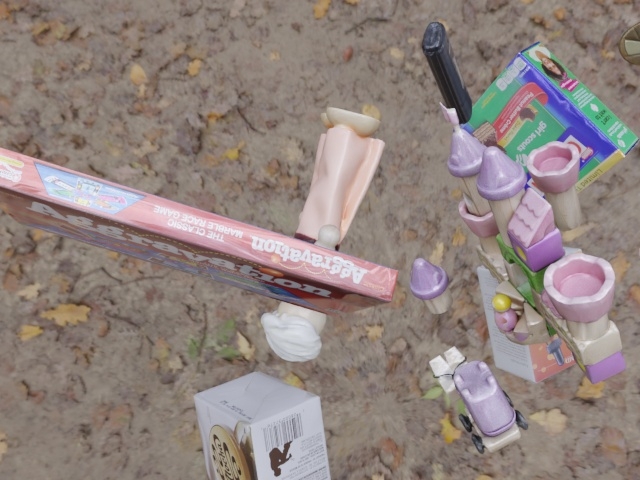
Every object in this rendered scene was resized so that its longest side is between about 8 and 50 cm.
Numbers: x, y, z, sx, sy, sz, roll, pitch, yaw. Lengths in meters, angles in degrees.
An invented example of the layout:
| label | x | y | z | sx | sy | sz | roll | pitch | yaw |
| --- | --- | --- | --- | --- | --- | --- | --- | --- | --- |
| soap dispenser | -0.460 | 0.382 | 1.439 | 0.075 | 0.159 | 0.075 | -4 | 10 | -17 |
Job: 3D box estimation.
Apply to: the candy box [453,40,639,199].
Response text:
| label | x | y | z | sx | sy | sz | roll | pitch | yaw |
| --- | --- | --- | --- | --- | --- | --- | --- | --- | --- |
| candy box | 0.510 | -0.245 | 1.419 | 0.317 | 0.268 | 0.122 | 47 | 52 | 8 |

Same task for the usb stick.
| label | x | y | z | sx | sy | sz | roll | pitch | yaw |
| --- | --- | --- | --- | --- | --- | --- | --- | --- | --- |
| usb stick | 0.257 | -0.324 | 1.219 | 0.045 | 0.278 | 0.077 | 4 | 73 | 27 |

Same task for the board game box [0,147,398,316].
| label | x | y | z | sx | sy | sz | roll | pitch | yaw |
| --- | --- | --- | --- | --- | --- | --- | --- | --- | --- |
| board game box | -0.097 | 0.004 | 0.462 | 0.281 | 0.145 | 0.027 | 17 | 74 | -10 |

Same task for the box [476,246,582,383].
| label | x | y | z | sx | sy | sz | roll | pitch | yaw |
| --- | --- | --- | --- | --- | --- | --- | --- | --- | --- |
| box | 0.330 | 0.106 | 0.934 | 0.130 | 0.091 | 0.171 | -19 | 103 | -21 |

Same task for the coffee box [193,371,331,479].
| label | x | y | z | sx | sy | sz | roll | pitch | yaw |
| --- | --- | --- | --- | --- | --- | --- | --- | --- | --- |
| coffee box | -0.073 | 0.361 | 0.878 | 0.118 | 0.168 | 0.298 | -13 | 101 | -35 |

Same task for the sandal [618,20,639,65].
| label | x | y | z | sx | sy | sz | roll | pitch | yaw |
| --- | --- | --- | --- | --- | --- | --- | --- | --- | --- |
| sandal | 0.531 | -0.324 | 0.947 | 0.180 | 0.049 | 0.072 | -29 | 110 | -10 |

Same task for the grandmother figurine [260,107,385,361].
| label | x | y | z | sx | sy | sz | roll | pitch | yaw |
| --- | --- | --- | --- | --- | --- | --- | --- | --- | --- |
| grandmother figurine | 0.000 | 0.000 | 0.832 | 0.103 | 0.208 | 0.343 | 15 | 94 | 1 |

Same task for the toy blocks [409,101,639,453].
| label | x | y | z | sx | sy | sz | roll | pitch | yaw |
| --- | --- | --- | --- | --- | --- | --- | --- | --- | --- |
| toy blocks | 0.221 | 0.008 | 0.699 | 0.308 | 0.260 | 0.289 | -31 | 38 | 2 |
